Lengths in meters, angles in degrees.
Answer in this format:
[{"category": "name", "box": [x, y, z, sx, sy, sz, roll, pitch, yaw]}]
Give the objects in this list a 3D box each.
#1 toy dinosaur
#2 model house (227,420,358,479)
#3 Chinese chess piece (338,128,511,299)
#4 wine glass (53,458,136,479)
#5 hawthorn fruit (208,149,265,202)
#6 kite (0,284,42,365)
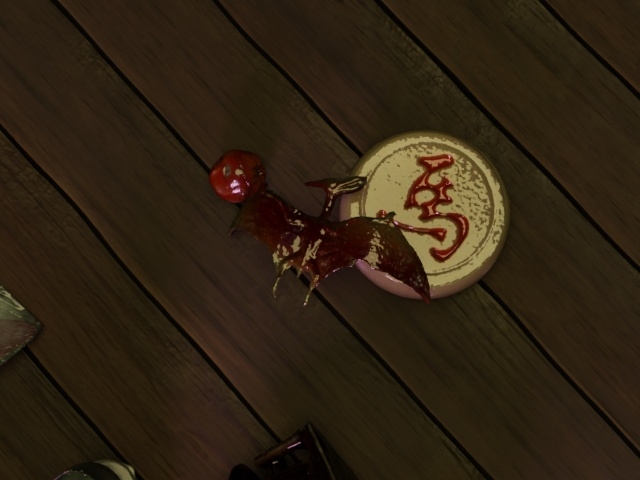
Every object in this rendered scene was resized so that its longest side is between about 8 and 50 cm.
[{"category": "toy dinosaur", "box": [-0.008, 0.007, 1.817, 0.327, 0.113, 0.206, -10, 66, 19]}, {"category": "model house", "box": [-0.030, 0.495, 1.766, 0.282, 0.297, 0.317, -34, 118, 5]}, {"category": "Chinese chess piece", "box": [0.160, -0.041, 1.880, 0.273, 0.102, 0.273, 0, 80, 1]}, {"category": "wine glass", "box": [-0.333, 0.372, 1.760, 0.103, 0.222, 0.103, 0, 83, 2]}, {"category": "hawthorn fruit", "box": [-0.134, -0.101, 1.910, 0.093, 0.093, 0.093, 0, 81, 1]}, {"category": "kite", "box": [-0.596, 0.206, 1.841, 0.204, 0.022, 0.360, 26, 64, 10]}]
